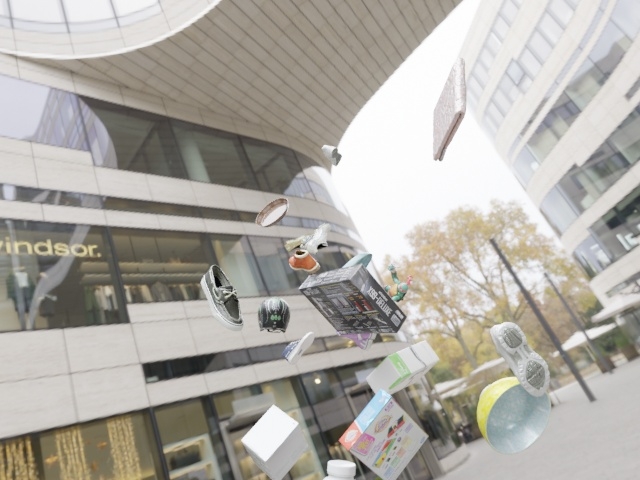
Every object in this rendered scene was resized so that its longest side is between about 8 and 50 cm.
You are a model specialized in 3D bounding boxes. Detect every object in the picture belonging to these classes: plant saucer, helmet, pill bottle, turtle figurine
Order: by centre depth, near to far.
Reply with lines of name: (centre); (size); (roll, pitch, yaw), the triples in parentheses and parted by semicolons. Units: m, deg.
pill bottle: (0.075, 1.015, 1.865); (0.153, 0.271, 0.152); (5, -13, 1)
turtle figurine: (0.281, 0.201, 1.894); (0.118, 0.175, 0.234); (27, -29, -6)
plant saucer: (-0.199, -0.113, 2.024); (0.169, 0.168, 0.029); (-30, -57, 13)
helmet: (-0.216, 0.343, 2.226); (0.170, 0.161, 0.169); (2, -21, 1)
plant saucer: (0.148, 0.174, 2.487); (0.318, 0.044, 0.317); (-41, -19, -17)

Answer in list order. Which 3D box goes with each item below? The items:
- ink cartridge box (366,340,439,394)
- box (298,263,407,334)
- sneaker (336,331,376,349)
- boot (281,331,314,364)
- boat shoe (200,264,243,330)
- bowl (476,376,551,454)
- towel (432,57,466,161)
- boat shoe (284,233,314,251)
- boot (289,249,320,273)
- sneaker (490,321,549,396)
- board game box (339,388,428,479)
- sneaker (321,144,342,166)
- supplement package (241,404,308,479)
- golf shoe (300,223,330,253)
ink cartridge box: (0.369, 0.574, 2.130); (0.273, 0.114, 0.198); (-9, -38, -41)
box: (0.099, 0.206, 1.591); (0.076, 0.242, 0.307); (-50, 17, -31)
sneaker: (0.146, 0.390, 2.032); (0.161, 0.102, 0.282); (4, -29, 1)
boot: (-0.116, 0.528, 2.413); (0.190, 0.086, 0.069); (-50, -47, -13)
boat shoe: (-0.275, 0.160, 1.357); (0.078, 0.219, 0.070); (4, -52, -47)
bowl: (0.688, 0.624, 1.782); (0.290, 0.289, 0.156); (-17, 17, -15)
towel: (0.554, -0.555, 2.055); (0.054, 0.331, 0.317); (9, -32, -2)
boat shoe: (-0.114, 0.021, 2.753); (0.190, 0.072, 0.068); (-21, -22, -21)
boot: (-0.071, 0.062, 1.664); (0.059, 0.084, 0.158); (-46, 27, -23)
sneaker: (0.575, 0.338, 1.387); (0.090, 0.232, 0.115); (-27, -4, -5)
board game box: (0.242, 0.733, 1.770); (0.242, 0.064, 0.316); (-47, -58, -14)
sneaker: (0.048, -0.354, 1.969); (0.053, 0.061, 0.152); (-58, -20, -7)
supplement package: (-0.182, 0.826, 1.940); (0.194, 0.149, 0.203); (-42, -43, -30)
golf shoe: (0.000, 0.000, 1.890); (0.176, 0.086, 0.069); (-42, -24, -39)
